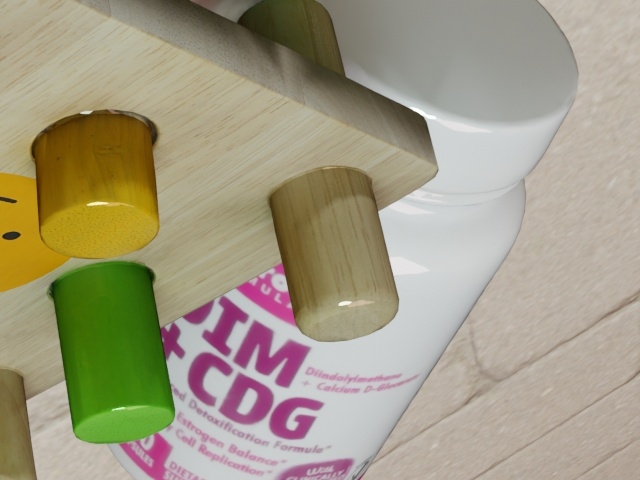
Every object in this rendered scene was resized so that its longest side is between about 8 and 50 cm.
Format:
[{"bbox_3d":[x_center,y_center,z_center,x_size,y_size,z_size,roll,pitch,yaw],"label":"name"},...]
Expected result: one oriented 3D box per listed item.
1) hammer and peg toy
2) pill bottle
[{"bbox_3d":[-0.172,0.014,0.543,0.361,0.127,0.266,-28,151,29],"label":"hammer and peg toy"},{"bbox_3d":[0.000,0.000,0.761,0.160,0.160,0.283,-11,143,-36],"label":"pill bottle"}]
